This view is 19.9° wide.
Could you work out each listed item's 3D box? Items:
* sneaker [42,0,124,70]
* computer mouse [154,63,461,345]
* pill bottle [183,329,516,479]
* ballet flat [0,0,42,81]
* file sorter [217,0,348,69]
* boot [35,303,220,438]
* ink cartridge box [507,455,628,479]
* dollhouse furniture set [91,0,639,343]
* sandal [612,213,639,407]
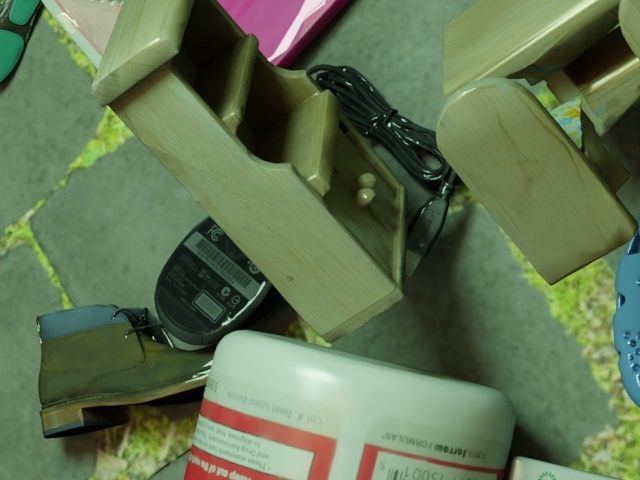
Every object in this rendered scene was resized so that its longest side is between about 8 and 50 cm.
[{"bbox_3d":[-0.186,-0.192,1.582,0.070,0.051,0.134,-42,62,1],"label":"sneaker"},{"bbox_3d":[0.000,0.000,1.457,0.184,0.060,0.262,33,83,30],"label":"computer mouse"},{"bbox_3d":[-0.010,0.285,1.327,0.229,0.229,0.408,13,88,26],"label":"pill bottle"},{"bbox_3d":[-0.280,-0.193,1.635,0.041,0.041,0.114,29,95,26],"label":"ballet flat"},{"bbox_3d":[-0.113,-0.298,1.478,0.202,0.182,0.291,-47,66,6],"label":"file sorter"},{"bbox_3d":[-0.149,0.089,1.503,0.219,0.082,0.106,-18,78,24],"label":"boot"},{"bbox_3d":[0.221,0.286,1.306,0.224,0.045,0.223,14,88,7],"label":"ink cartridge box"},{"bbox_3d":[0.085,-0.154,1.230,0.394,0.362,0.256,-33,114,21],"label":"dollhouse furniture set"},{"bbox_3d":[0.273,-0.025,1.292,0.126,0.138,0.317,10,88,24],"label":"sandal"}]
